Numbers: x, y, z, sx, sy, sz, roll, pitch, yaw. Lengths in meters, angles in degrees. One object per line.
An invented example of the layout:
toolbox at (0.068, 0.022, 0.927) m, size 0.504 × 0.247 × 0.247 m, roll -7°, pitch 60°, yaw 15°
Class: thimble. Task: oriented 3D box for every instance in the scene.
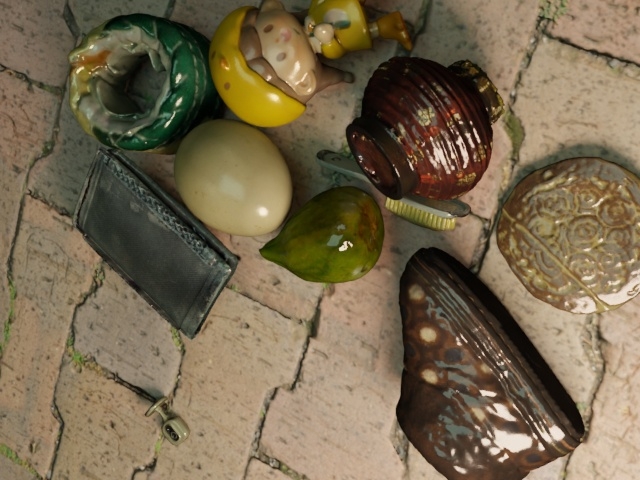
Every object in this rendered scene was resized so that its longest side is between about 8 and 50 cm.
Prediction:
thimble at (-0.328, -0.292, 1.548) m, size 0.288 × 0.167 × 0.254 m, roll 22°, pitch 101°, yaw 22°

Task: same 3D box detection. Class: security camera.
security camera at (-0.296, 0.358, 1.626) m, size 0.092 × 0.058 × 0.058 m, roll 46°, pitch 110°, yaw 8°

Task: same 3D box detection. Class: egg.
egg at (-0.148, -0.107, 1.449) m, size 0.254 × 0.189 × 0.188 m, roll 40°, pitch 108°, yaw 35°

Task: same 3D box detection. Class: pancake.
pancake at (0.401, -0.010, 1.283) m, size 0.250 × 0.031 × 0.250 m, roll 1°, pitch 93°, yaw 26°

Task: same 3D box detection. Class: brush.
brush at (0.114, -0.079, 1.410) m, size 0.297 × 0.068 × 0.060 m, roll 26°, pitch 125°, yaw 26°

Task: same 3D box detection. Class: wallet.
wallet at (-0.318, 0.005, 1.574) m, size 0.342 × 0.075 × 0.237 m, roll 41°, pitch 130°, yaw 10°

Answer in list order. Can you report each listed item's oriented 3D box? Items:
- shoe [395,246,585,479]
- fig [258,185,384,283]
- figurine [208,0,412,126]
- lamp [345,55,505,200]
shoe at (0.212, 0.212, 1.306) m, size 0.237 × 0.171 × 0.384 m, roll -39°, pitch 83°, yaw 18°
fig at (0.014, 0.008, 1.407) m, size 0.167 × 0.167 × 0.233 m, roll 58°, pitch 136°, yaw 13°
figurine at (-0.026, -0.327, 1.400) m, size 0.344 × 0.187 × 0.215 m, roll -20°, pitch 74°, yaw 19°
lamp at (0.167, -0.177, 1.291) m, size 0.247 × 0.247 × 0.246 m, roll 1°, pitch 92°, yaw 26°
